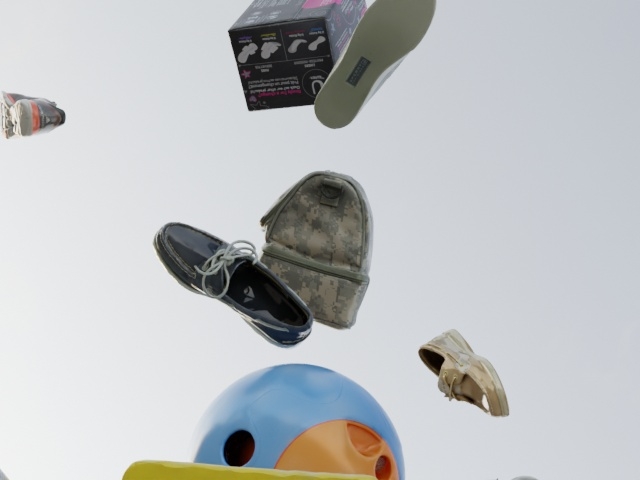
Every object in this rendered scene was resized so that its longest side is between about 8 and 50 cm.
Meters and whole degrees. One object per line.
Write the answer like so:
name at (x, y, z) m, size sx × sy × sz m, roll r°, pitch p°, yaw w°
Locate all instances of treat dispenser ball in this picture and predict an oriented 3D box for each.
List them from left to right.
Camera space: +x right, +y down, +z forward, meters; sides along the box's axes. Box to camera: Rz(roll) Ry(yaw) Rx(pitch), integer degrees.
treat dispenser ball at (-0.032, 0.305, 1.309) m, size 0.288 × 0.288 × 0.288 m, roll 17°, pitch -51°, yaw 22°

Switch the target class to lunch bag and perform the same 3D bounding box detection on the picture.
lunch bag at (0.000, 0.000, 1.791) m, size 0.213 × 0.305 × 0.256 m, roll 19°, pitch -87°, yaw 3°

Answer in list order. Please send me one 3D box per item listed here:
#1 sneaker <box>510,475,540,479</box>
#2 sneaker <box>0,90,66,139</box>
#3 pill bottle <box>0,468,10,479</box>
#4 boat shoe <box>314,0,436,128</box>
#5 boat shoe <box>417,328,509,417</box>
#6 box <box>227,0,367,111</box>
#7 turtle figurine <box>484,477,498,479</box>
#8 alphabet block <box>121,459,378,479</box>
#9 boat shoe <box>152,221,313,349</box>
sneaker at (0.341, 0.402, 1.320) m, size 0.090 × 0.115 × 0.232 m, roll -44°, pitch -113°, yaw 10°
sneaker at (-0.369, -0.158, 1.285) m, size 0.158 × 0.065 × 0.061 m, roll 25°, pitch -63°, yaw 54°
pill bottle at (-0.296, 0.284, 0.906) m, size 0.103 × 0.103 × 0.184 m, roll -16°, pitch -65°, yaw 39°
boat shoe at (0.069, -0.248, 1.313) m, size 0.079 × 0.081 × 0.227 m, roll 35°, pitch -67°, yaw -7°
boat shoe at (0.162, 0.160, 1.158) m, size 0.170 × 0.059 × 0.063 m, roll -132°, pitch -154°, yaw -66°
box at (-0.025, -0.320, 1.590) m, size 0.163 × 0.247 × 0.142 m, roll -4°, pitch -60°, yaw 18°
turtle figurine at (0.262, 0.480, 1.522) m, size 0.118 × 0.175 × 0.234 m, roll 34°, pitch -67°, yaw -28°
alphabet block at (-0.044, 0.280, 0.732) m, size 0.192 × 0.193 × 0.197 m, roll 0°, pitch -26°, yaw 10°
boat shoe at (-0.118, 0.052, 1.358) m, size 0.254 × 0.095 × 0.079 m, roll 41°, pitch -27°, yaw 6°
